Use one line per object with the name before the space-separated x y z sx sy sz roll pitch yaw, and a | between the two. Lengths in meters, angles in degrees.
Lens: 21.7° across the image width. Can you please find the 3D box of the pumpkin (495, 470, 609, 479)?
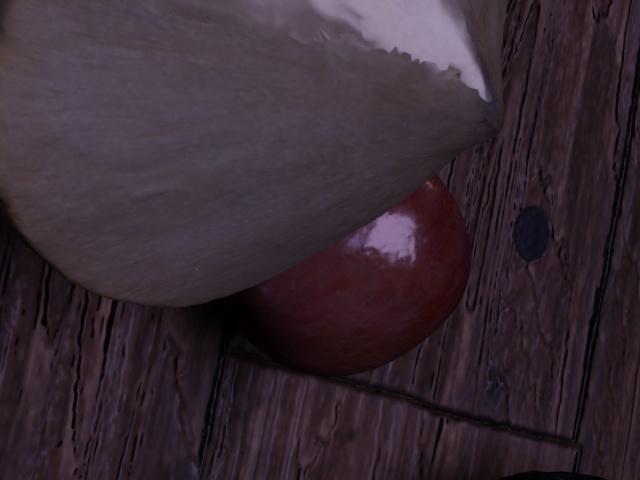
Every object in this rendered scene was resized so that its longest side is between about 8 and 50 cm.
pumpkin | 0.141 0.250 0.990 0.233 0.163 0.233 1 88 -43

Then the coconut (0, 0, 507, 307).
coconut | -0.050 -0.118 0.705 0.329 0.329 0.328 -1 91 -41

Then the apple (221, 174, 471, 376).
apple | 0.000 0.000 0.875 0.120 0.153 0.153 -41 117 -12
